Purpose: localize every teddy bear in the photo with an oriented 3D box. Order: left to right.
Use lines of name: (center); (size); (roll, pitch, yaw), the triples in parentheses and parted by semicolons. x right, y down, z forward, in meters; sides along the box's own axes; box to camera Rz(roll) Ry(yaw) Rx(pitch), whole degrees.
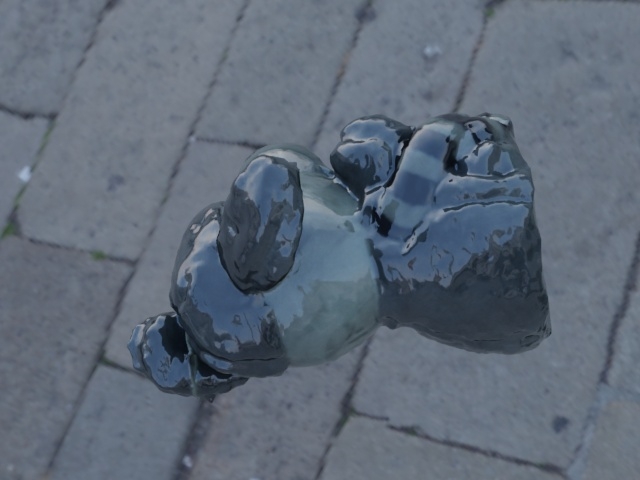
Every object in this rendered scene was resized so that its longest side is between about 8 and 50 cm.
teddy bear: (0.014, -0.008, 0.768); (0.251, 0.171, 0.144); (-4, 59, -9)
